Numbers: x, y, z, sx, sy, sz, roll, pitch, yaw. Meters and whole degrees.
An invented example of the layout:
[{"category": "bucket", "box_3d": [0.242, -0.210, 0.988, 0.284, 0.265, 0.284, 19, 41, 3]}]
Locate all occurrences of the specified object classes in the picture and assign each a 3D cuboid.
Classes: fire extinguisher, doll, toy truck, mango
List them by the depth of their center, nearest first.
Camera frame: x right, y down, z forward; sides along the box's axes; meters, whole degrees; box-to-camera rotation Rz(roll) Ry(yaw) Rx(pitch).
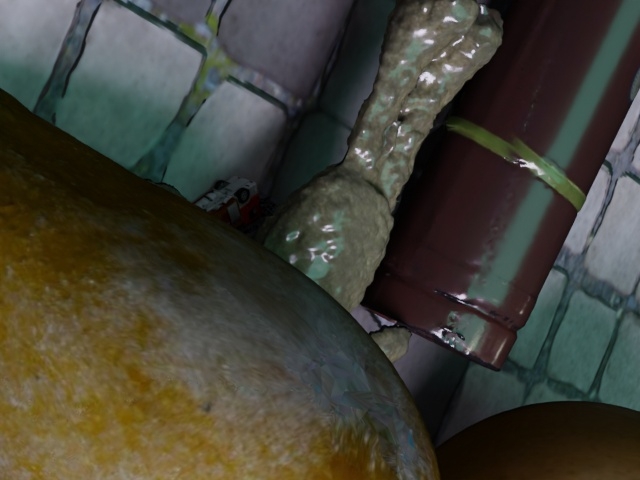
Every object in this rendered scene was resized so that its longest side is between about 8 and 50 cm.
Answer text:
[{"category": "mango", "box_3d": [-0.073, 0.052, 0.692, 0.146, 0.316, 0.193, -40, -179, 22]}, {"category": "doll", "box_3d": [0.006, 0.009, 0.859, 0.286, 0.091, 0.203, -43, 141, -27]}, {"category": "toy truck", "box_3d": [-0.057, -0.008, 0.862, 0.083, 0.024, 0.032, -37, 126, -33]}, {"category": "fire extinguisher", "box_3d": [0.129, -0.099, 0.969, 0.141, 0.105, 0.341, 28, 87, -51]}]

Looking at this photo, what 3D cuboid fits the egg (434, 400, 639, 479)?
[{"category": "egg", "box_3d": [0.165, 0.255, 1.019, 0.282, 0.282, 0.351, -51, 137, -21]}]
